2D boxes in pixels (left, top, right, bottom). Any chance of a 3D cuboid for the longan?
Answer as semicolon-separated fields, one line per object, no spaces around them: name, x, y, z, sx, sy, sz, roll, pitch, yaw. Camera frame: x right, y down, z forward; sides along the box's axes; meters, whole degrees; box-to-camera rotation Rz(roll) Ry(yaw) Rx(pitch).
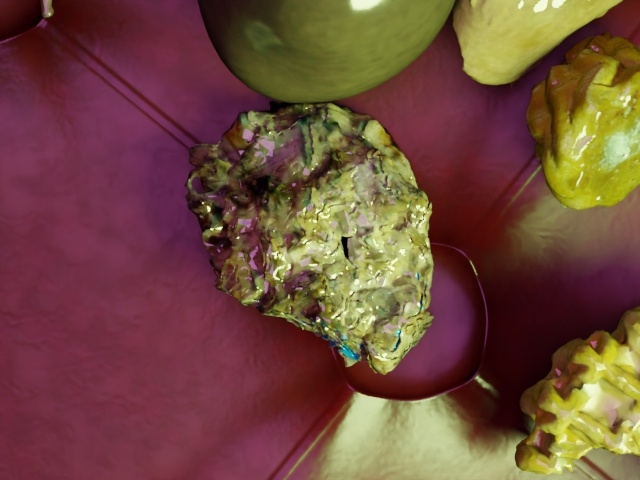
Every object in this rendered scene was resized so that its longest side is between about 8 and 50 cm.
longan;0.006;-0.220;1.300;0.248;0.248;0.248;0;90;3

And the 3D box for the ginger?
ginger;0.205;-0.245;1.345;0.267;0.152;0.138;-41;80;-1

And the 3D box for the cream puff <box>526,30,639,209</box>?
cream puff;0.229;-0.108;1.360;0.146;0.146;0.116;-43;49;3

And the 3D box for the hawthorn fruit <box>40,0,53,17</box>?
hawthorn fruit;-0.236;-0.319;1.339;0.241;0.242;0.272;-5;111;3

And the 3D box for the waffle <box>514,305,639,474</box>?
waffle;0.324;0.198;1.336;0.261;0.151;0.324;-33;92;-2

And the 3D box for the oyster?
oyster;-0.001;-0.003;1.385;0.198;0.092;0.260;-23;86;-1
